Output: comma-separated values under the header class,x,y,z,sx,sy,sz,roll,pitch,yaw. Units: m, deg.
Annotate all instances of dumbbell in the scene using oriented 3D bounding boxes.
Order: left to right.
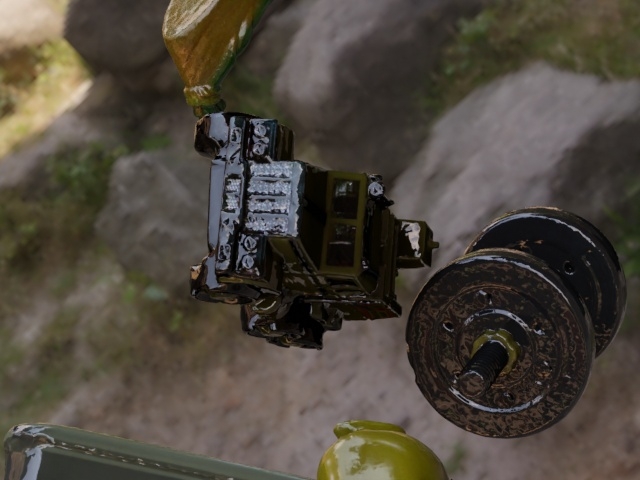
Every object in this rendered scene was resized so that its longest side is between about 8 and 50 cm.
class,x,y,z,sx,sy,sz,roll,pitch,yaw
dumbbell,0.156,0.060,1.231,0.143,0.143,0.325,-36,0,24

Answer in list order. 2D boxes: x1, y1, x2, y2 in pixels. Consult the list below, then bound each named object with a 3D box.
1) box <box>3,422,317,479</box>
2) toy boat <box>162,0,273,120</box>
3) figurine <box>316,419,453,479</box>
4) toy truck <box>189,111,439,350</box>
class,x,y,z,sx,sy,sz,roll,pitch,yaw
box,-0.124,0.259,1.194,0.138,0.274,0.178,108,174,-65
toy boat,-0.057,-0.202,1.283,0.089,0.088,0.230,11,65,46
figurine,0.054,0.341,1.584,0.169,0.218,0.327,-4,36,25
toy truck,-0.005,-0.001,1.081,0.127,0.257,0.127,2,78,18
